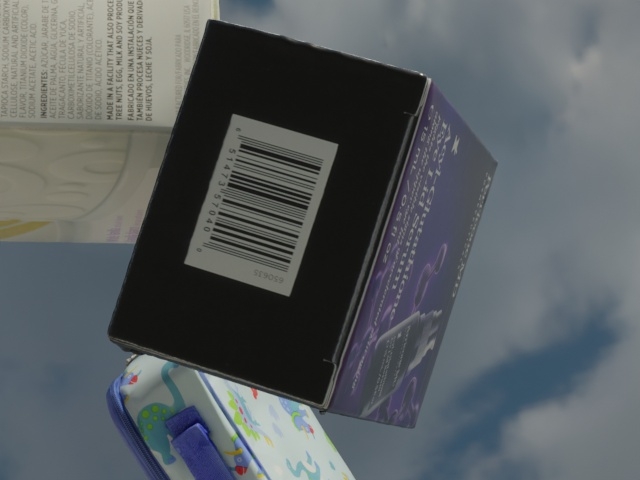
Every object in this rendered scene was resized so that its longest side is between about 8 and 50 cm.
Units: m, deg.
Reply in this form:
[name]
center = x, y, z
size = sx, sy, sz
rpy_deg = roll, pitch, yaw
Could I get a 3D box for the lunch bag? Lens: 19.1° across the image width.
[lunch bag]
center = -0.051, 0.157, 1.290
size = 0.090, 0.176, 0.219
rpy_deg = -33, -87, 11

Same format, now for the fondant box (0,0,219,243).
[fondant box]
center = -0.231, -0.070, 1.057
size = 0.330, 0.096, 0.238
rpy_deg = 2, -14, -8

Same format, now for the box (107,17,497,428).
[box]
center = 0.000, 0.000, 0.901
size = 0.108, 0.207, 0.153
rpy_deg = 17, -93, 16
